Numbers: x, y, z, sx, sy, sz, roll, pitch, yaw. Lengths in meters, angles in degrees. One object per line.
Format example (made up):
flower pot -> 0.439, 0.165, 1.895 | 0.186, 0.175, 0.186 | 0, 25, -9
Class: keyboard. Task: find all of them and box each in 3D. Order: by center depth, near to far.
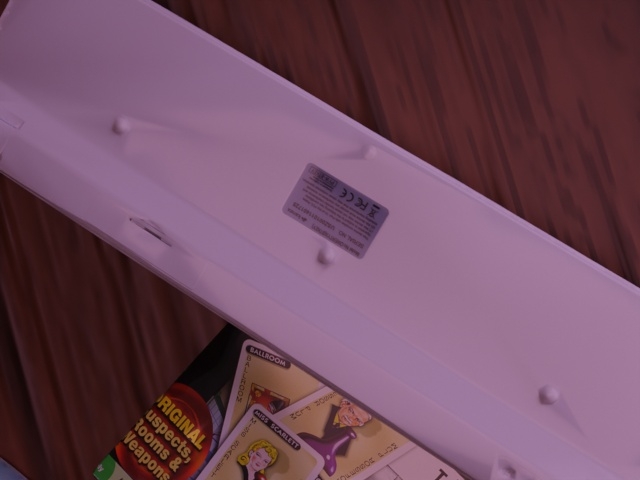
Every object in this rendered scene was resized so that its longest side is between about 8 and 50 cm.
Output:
keyboard -> 0.000, 0.000, 0.344 | 0.256, 0.014, 0.072 | 32, 92, 12

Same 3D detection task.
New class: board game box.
board game box -> 0.064, 0.113, 0.345 | 0.259, 0.030, 0.136 | 43, 97, 11

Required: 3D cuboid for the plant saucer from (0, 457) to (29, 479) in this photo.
plant saucer -> -0.196, 0.211, 0.404 | 0.317, 0.043, 0.318 | 0, 90, 15
